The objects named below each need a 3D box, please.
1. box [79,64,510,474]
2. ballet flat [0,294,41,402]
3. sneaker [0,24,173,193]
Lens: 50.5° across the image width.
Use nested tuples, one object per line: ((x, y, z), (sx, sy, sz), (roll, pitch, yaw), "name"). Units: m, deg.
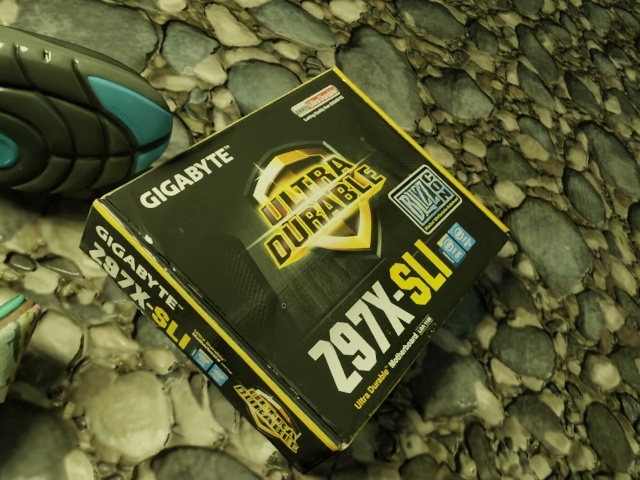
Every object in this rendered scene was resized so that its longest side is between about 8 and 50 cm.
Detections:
((0.000, 0.000, 0.609), (0.257, 0.079, 0.322), (46, 47, 5), "box")
((-0.250, 0.118, 0.390), (0.221, 0.077, 0.079), (-35, 97, -37), "ballet flat")
((-0.278, -0.128, 0.490), (0.341, 0.125, 0.139), (8, 41, -16), "sneaker")
